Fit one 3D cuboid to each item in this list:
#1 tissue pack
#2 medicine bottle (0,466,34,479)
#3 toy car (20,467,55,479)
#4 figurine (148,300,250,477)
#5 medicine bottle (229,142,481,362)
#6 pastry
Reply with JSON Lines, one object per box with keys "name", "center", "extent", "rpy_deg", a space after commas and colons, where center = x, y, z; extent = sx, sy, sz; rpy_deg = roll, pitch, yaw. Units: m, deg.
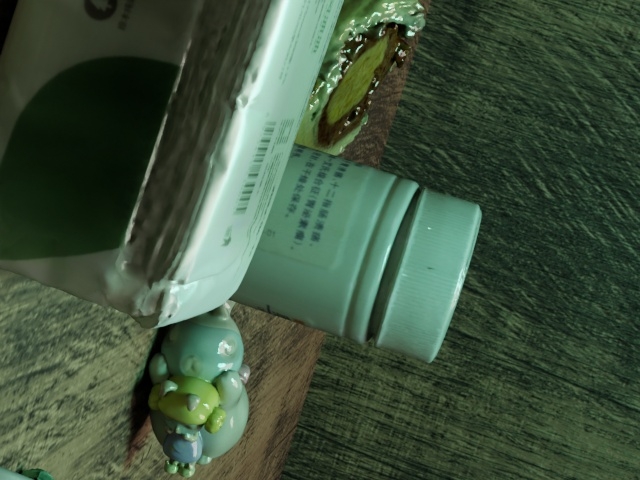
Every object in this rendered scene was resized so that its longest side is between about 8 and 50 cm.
{"name": "tissue pack", "center": [-0.107, -0.131, 1.078], "extent": [0.266, 0.194, 0.356], "rpy_deg": [-20, 130, -81]}
{"name": "medicine bottle", "center": [-0.282, 0.249, 1.063], "extent": [0.107, 0.107, 0.191], "rpy_deg": [78, 31, -75]}
{"name": "toy car", "center": [-0.274, 0.284, 1.403], "extent": [0.073, 0.054, 0.143], "rpy_deg": [-65, 171, -46]}
{"name": "figurine", "center": [-0.148, 0.155, 1.774], "extent": [0.155, 0.127, 0.235], "rpy_deg": [-49, 153, -45]}
{"name": "medicine bottle", "center": [0.000, 0.000, 1.618], "extent": [0.190, 0.332, 0.189], "rpy_deg": [18, 90, -82]}
{"name": "pastry", "center": [-0.009, -0.207, 1.754], "extent": [0.237, 0.170, 0.256], "rpy_deg": [-48, 169, -18]}
